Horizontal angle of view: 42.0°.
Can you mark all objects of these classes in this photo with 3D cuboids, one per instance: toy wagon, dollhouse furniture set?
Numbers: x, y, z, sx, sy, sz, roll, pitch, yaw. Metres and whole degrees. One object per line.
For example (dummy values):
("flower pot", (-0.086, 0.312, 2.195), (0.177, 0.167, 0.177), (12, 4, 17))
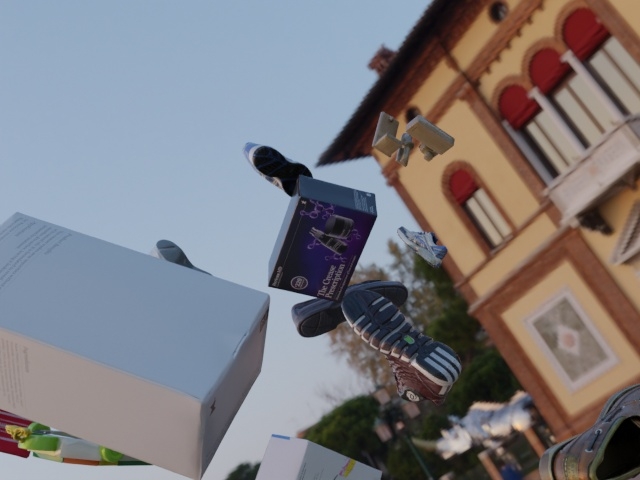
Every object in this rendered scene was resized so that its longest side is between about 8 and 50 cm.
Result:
("toy wagon", (-0.497, 0.423, 1.734), (0.267, 0.068, 0.344), (-2, -12, 36))
("dollhouse furniture set", (0.241, -0.280, 2.097), (0.144, 0.123, 0.151), (30, -38, -19))

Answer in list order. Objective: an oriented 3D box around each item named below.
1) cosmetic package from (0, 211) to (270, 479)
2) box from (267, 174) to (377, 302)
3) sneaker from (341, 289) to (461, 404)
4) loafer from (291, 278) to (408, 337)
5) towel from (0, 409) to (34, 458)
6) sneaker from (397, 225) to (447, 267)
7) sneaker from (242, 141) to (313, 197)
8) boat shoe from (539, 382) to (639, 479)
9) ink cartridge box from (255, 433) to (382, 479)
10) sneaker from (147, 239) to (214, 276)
("cosmetic package", (-0.279, 0.125, 1.064), (0.217, 0.385, 0.156), (-57, -17, -52))
("box", (0.000, 0.000, 1.908), (0.184, 0.103, 0.261), (15, -56, -9))
("sneaker", (0.143, 0.230, 1.652), (0.106, 0.281, 0.162), (-31, -36, -32))
("loafer", (0.069, 0.152, 2.115), (0.302, 0.095, 0.109), (-17, -54, -12))
("towel", (-0.777, 0.394, 2.095), (0.199, 0.275, 0.031), (27, -21, -32))
("sneaker", (0.223, 0.004, 1.804), (0.058, 0.135, 0.052), (-49, -35, 1))
("sneaker", (-0.093, -0.164, 1.894), (0.080, 0.081, 0.211), (-53, -46, -3))
("boat shoe", (0.467, 0.301, 1.252), (0.307, 0.110, 0.104), (-26, -3, -34))
("ink cartridge box", (-0.009, 0.576, 1.955), (0.233, 0.168, 0.171), (30, -22, -27))
("sneaker", (-0.201, 0.066, 1.250), (0.061, 0.152, 0.053), (-41, 11, 28))
